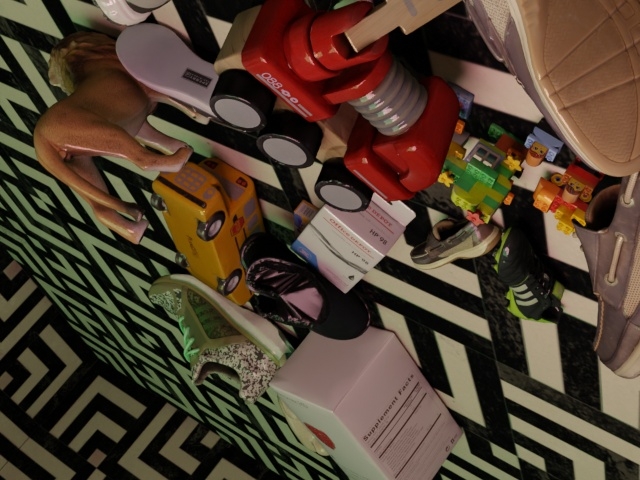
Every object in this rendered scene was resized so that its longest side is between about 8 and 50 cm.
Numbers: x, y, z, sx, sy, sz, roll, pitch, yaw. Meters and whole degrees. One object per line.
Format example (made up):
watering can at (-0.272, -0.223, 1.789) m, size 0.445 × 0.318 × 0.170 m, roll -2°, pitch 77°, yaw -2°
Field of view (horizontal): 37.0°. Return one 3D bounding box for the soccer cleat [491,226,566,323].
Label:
soccer cleat at (0.243, 0.041, 1.096) m, size 0.072 × 0.060 × 0.179 m, roll 15°, pitch 156°, yaw 27°

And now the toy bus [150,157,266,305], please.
toy bus at (-0.162, -0.017, 1.514) m, size 0.108 × 0.130 × 0.332 m, roll 32°, pitch 157°, yaw 21°

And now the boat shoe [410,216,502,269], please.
boat shoe at (0.155, -0.004, 1.149) m, size 0.049 × 0.056 × 0.152 m, roll 50°, pitch 147°, yaw -13°

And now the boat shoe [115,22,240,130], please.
boat shoe at (-0.163, -0.205, 1.235) m, size 0.229 × 0.080 × 0.076 m, roll 26°, pitch 166°, yaw 19°

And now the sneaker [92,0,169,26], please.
sneaker at (-0.238, -0.369, 1.025) m, size 0.108 × 0.100 × 0.271 m, roll -17°, pitch 120°, yaw 28°

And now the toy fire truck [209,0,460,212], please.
toy fire truck at (0.063, -0.150, 0.836) m, size 0.246 × 0.158 × 0.217 m, roll -7°, pitch 144°, yaw 47°

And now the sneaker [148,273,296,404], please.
sneaker at (-0.238, 0.206, 1.998) m, size 0.410 × 0.182 × 0.158 m, roll 25°, pitch 154°, yaw 33°

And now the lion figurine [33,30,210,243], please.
lion figurine at (-0.281, -0.157, 1.238) m, size 0.240 × 0.142 × 0.392 m, roll 29°, pitch -158°, yaw -9°

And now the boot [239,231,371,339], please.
boot at (-0.014, 0.091, 1.391) m, size 0.246 × 0.094 × 0.207 m, roll 39°, pitch -175°, yaw -15°

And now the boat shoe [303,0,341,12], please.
boat shoe at (-0.083, -0.286, 0.937) m, size 0.233 × 0.079 × 0.084 m, roll 35°, pitch 160°, yaw 15°

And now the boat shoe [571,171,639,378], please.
boat shoe at (0.300, -0.006, 0.840) m, size 0.130 × 0.132 × 0.355 m, roll 42°, pitch 152°, yaw 24°

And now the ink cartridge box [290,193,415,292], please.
ink cartridge box at (0.040, -0.011, 1.267) m, size 0.104 × 0.060 × 0.180 m, roll 39°, pitch 150°, yaw 0°

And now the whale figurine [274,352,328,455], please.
whale figurine at (-0.006, 0.300, 1.826) m, size 0.216 × 0.141 × 0.272 m, roll 65°, pitch -177°, yaw 24°

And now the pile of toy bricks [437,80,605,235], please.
pile of toy bricks at (0.168, -0.061, 0.938) m, size 0.212 × 0.105 × 0.118 m, roll 33°, pitch 157°, yaw 15°

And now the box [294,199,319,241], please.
box at (0.000, 0.000, 1.429) m, size 0.081 × 0.028 × 0.136 m, roll 32°, pitch 155°, yaw 15°

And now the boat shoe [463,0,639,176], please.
boat shoe at (0.163, -0.178, 0.711) m, size 0.285 × 0.103 × 0.092 m, roll 57°, pitch 172°, yaw -7°

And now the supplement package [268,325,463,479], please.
supplement package at (0.083, 0.294, 1.670) m, size 0.178 × 0.175 × 0.293 m, roll 13°, pitch 146°, yaw 49°
